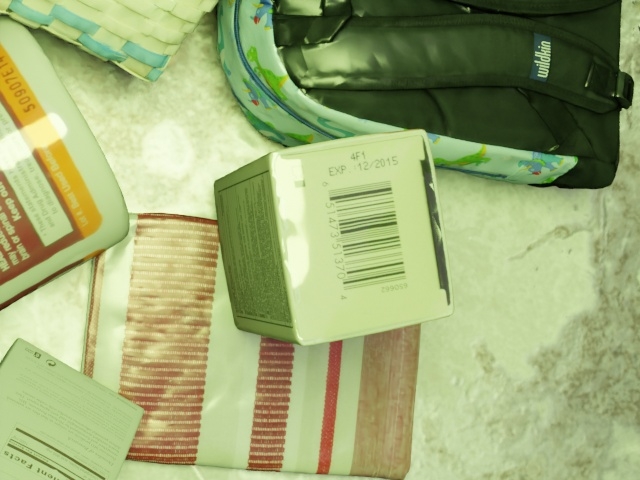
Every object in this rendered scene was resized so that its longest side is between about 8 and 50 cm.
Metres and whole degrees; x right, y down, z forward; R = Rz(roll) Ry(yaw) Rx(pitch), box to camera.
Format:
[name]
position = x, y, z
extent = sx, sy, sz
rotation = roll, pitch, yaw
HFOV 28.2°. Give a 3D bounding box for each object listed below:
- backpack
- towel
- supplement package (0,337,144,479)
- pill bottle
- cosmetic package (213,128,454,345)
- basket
[backpack]
position = 0.083, -0.191, 1.190
extent = 0.355, 0.273, 0.290
rotation = 0, 88, -34
[towel]
position = -0.063, 0.102, 1.232
extent = 0.329, 0.037, 0.237
rotation = 6, 86, -13
[supplement package]
position = -0.261, 0.223, 1.056
extent = 0.134, 0.244, 0.139
rotation = 31, 120, -10
[pill bottle]
position = -0.380, -0.006, 1.065
extent = 0.392, 0.224, 0.224
rotation = -30, 94, -14
[cosmetic package]
position = 0.000, 0.000, 1.080
extent = 0.129, 0.296, 0.153
rotation = -10, 92, -13
[basket]
position = -0.158, -0.302, 1.044
extent = 0.254, 0.201, 0.289
rotation = 26, 114, -29
